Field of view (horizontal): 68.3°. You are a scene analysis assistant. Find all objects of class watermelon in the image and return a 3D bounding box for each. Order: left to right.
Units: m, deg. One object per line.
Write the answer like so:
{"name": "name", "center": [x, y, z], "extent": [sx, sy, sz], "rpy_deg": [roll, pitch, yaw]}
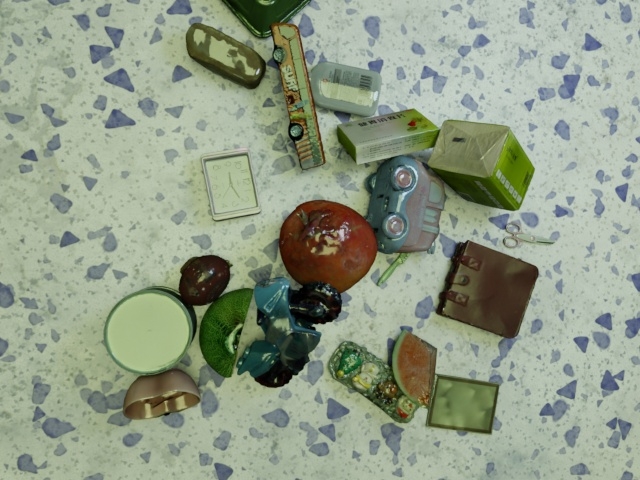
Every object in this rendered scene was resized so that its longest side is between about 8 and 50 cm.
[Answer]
{"name": "watermelon", "center": [0.305, 0.399, 1.441], "extent": [0.146, 0.128, 0.231], "rpy_deg": [35, 56, -47]}

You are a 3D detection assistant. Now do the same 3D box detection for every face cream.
{"name": "face cream", "center": [0.036, -0.466, 1.430], "extent": [0.291, 0.071, 0.144], "rpy_deg": [9, 89, -5]}

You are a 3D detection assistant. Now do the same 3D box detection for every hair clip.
{"name": "hair clip", "center": [0.179, 0.436, 1.432], "extent": [0.321, 0.091, 0.138], "rpy_deg": [35, 81, -8]}

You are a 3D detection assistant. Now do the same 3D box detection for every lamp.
{"name": "lamp", "center": [-0.334, 0.105, 1.329], "extent": [0.135, 0.157, 0.156], "rpy_deg": [36, 90, 12]}

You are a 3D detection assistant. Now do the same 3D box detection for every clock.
{"name": "clock", "center": [-0.264, -0.163, 1.383], "extent": [0.150, 0.063, 0.197], "rpy_deg": [-11, 91, -10]}

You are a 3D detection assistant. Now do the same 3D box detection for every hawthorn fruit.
{"name": "hawthorn fruit", "center": [0.000, 0.000, 1.304], "extent": [0.276, 0.307, 0.276], "rpy_deg": [-12, 62, 23]}

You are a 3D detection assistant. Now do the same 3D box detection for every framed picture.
{"name": "framed picture", "center": [0.460, 0.528, 1.517], "extent": [0.231, 0.010, 0.173], "rpy_deg": [12, 87, -9]}

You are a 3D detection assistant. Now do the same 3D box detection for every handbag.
{"name": "handbag", "center": [0.529, 0.158, 1.503], "extent": [0.275, 0.084, 0.260], "rpy_deg": [21, 88, -8]}

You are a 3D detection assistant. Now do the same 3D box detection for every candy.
{"name": "candy", "center": [-0.273, -0.532, 1.368], "extent": [0.234, 0.104, 0.102], "rpy_deg": [23, 91, -8]}

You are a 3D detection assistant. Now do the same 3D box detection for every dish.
{"name": "dish", "center": [-0.444, 0.419, 1.314], "extent": [0.213, 0.213, 0.090], "rpy_deg": [-13, 58, -9]}

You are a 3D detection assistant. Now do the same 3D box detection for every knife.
{"name": "knife", "center": [0.249, 0.067, 1.488], "extent": [0.030, 0.014, 0.207], "rpy_deg": [42, 83, -5]}

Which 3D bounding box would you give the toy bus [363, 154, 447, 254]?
{"name": "toy bus", "center": [0.261, -0.096, 1.412], "extent": [0.231, 0.197, 0.294], "rpy_deg": [11, 86, -19]}

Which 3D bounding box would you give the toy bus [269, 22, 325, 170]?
{"name": "toy bus", "center": [-0.067, -0.411, 1.363], "extent": [0.092, 0.093, 0.409], "rpy_deg": [-11, 105, 3]}

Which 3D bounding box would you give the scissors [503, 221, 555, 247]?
{"name": "scissors", "center": [0.690, -0.007, 1.557], "extent": [0.176, 0.022, 0.086], "rpy_deg": [11, 86, -6]}

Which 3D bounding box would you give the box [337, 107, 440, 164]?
{"name": "box", "center": [0.198, -0.314, 1.404], "extent": [0.260, 0.175, 0.062], "rpy_deg": [-15, 128, -9]}

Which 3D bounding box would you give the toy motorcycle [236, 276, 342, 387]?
{"name": "toy motorcycle", "center": [-0.118, 0.245, 1.302], "extent": [0.232, 0.172, 0.416], "rpy_deg": [26, 122, -11]}

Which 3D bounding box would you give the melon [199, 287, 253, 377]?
{"name": "melon", "center": [-0.278, 0.254, 1.322], "extent": [0.129, 0.169, 0.265], "rpy_deg": [16, 85, -7]}

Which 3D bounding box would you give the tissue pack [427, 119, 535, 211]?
{"name": "tissue pack", "center": [0.472, -0.216, 1.372], "extent": [0.274, 0.200, 0.167], "rpy_deg": [26, 85, -49]}

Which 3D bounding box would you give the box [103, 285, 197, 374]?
{"name": "box", "center": [-0.462, 0.244, 1.302], "extent": [0.226, 0.149, 0.226], "rpy_deg": [0, 89, -10]}

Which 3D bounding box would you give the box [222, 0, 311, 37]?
{"name": "box", "center": [-0.189, -0.792, 1.347], "extent": [0.253, 0.178, 0.329], "rpy_deg": [-45, 96, -6]}
